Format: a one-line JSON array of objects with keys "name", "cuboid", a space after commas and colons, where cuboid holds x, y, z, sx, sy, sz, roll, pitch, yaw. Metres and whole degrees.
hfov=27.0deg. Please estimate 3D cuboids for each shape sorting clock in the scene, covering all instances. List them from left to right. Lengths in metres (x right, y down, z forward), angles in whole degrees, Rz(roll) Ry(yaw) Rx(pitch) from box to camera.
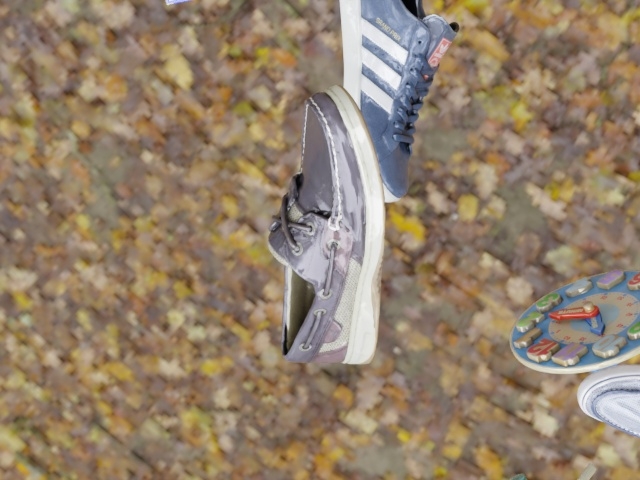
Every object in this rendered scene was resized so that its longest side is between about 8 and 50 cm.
[{"name": "shape sorting clock", "cuboid": [0.319, 0.090, 1.552, 0.206, 0.206, 0.040, -8, 121, 38]}]

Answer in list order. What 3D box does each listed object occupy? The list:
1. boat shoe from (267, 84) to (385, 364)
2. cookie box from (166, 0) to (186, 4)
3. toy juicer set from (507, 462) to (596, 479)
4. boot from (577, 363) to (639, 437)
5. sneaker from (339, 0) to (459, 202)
[{"name": "boat shoe", "cuboid": [0.000, 0.000, 1.174, 0.103, 0.092, 0.285, -119, 22, -49]}, {"name": "cookie box", "cuboid": [-0.095, -0.268, 1.334, 0.107, 0.092, 0.040, -7, 104, 16]}, {"name": "toy juicer set", "cuboid": [0.176, 0.373, 1.665, 0.329, 0.209, 0.089, -31, 96, 26]}, {"name": "boot", "cuboid": [0.336, 0.172, 1.231, 0.190, 0.086, 0.069, 9, 122, -5]}, {"name": "sneaker", "cuboid": [0.115, -0.229, 1.795, 0.148, 0.131, 0.350, -5, 90, 21]}]
